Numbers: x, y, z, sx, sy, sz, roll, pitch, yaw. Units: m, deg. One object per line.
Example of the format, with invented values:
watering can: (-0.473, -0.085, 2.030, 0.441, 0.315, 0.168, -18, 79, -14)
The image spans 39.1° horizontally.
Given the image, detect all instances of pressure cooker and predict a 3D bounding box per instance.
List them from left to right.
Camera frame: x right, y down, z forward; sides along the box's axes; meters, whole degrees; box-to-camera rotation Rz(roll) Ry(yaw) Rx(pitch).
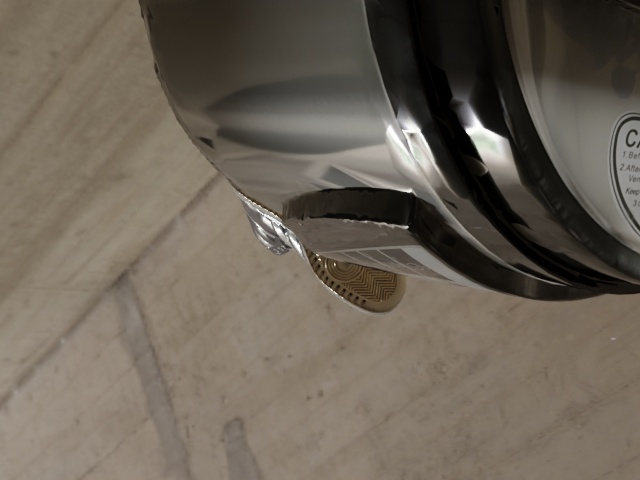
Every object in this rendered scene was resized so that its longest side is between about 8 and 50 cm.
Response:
pressure cooker: (0.122, -0.161, 0.524, 0.370, 0.375, 0.420, -45, -150, -20)

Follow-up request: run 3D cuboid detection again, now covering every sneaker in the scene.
sneaker: (0.000, 0.000, 1.138, 0.099, 0.153, 0.282, -43, -109, -11)
